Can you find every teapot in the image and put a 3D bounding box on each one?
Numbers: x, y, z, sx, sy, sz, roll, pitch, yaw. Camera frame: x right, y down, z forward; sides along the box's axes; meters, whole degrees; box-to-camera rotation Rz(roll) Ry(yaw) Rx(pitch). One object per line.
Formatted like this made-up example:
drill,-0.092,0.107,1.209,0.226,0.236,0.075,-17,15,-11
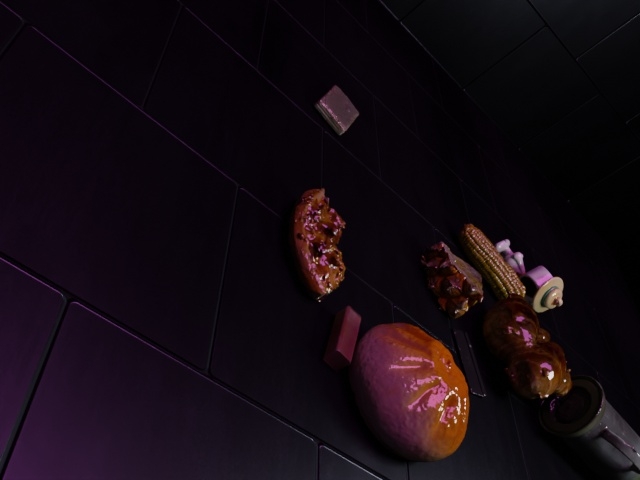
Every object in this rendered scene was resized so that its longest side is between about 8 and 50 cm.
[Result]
teapot,0.813,0.571,1.978,0.337,0.200,0.270,45,-7,-20

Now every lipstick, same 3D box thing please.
lipstick,0.045,0.196,1.411,0.045,0.045,0.145,47,30,-16

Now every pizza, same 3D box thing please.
pizza,0.000,0.000,1.517,0.161,0.085,0.306,33,36,-36

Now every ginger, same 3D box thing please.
ginger,0.593,0.296,1.981,0.274,0.152,0.358,10,41,-36

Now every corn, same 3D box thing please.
corn,0.549,0.079,2.258,0.313,0.102,0.102,51,28,0

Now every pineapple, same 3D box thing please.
pineapple,0.378,0.106,1.953,0.186,0.114,0.236,25,37,-42

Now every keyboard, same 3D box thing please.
keyboard,0.387,0.320,1.830,0.060,0.018,0.196,23,40,-33

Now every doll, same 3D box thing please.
doll,0.684,0.117,2.346,0.144,0.208,0.271,-25,85,-25

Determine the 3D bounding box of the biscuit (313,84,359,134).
biscuit,0.051,-0.389,2.071,0.121,0.040,0.199,50,27,-11

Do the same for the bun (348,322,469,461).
bun,0.203,0.290,1.424,0.299,0.164,0.299,39,30,-29
